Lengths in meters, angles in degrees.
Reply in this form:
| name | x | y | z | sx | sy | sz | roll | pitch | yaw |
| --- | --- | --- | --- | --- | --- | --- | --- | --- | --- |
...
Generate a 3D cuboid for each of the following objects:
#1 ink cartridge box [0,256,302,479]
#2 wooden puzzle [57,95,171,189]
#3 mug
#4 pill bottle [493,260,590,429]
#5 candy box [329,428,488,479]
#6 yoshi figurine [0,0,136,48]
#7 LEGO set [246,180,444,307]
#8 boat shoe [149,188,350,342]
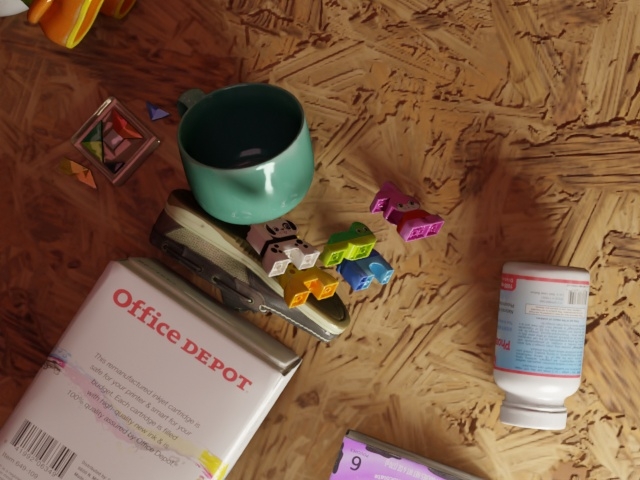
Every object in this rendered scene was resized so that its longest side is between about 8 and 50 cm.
| name | x | y | z | sx | sy | sz | roll | pitch | yaw |
| --- | --- | --- | --- | --- | --- | --- | --- | --- | --- |
| ink cartridge box | -0.176 | 0.178 | 1.618 | 0.198 | 0.197 | 0.270 | 34 | 93 | 4 |
| wooden puzzle | -0.214 | -0.102 | 1.712 | 0.078 | 0.014 | 0.116 | 36 | 93 | 3 |
| mug | -0.072 | -0.088 | 1.653 | 0.129 | 0.158 | 0.097 | -11 | 134 | 2 |
| pill bottle | 0.217 | 0.103 | 1.640 | 0.087 | 0.087 | 0.160 | 5 | 90 | 5 |
| candy box | 0.070 | 0.311 | 1.662 | 0.164 | 0.070 | 0.196 | 19 | 91 | 4 |
| yoshi figurine | -0.333 | -0.366 | 1.643 | 0.362 | 0.203 | 0.203 | 34 | 77 | 6 |
| LEGO set | 0.000 | 0.000 | 1.636 | 0.093 | 0.227 | 0.087 | 49 | 131 | 28 |
| boat shoe | -0.074 | 0.036 | 1.674 | 0.223 | 0.080 | 0.073 | 36 | 111 | 2 |
